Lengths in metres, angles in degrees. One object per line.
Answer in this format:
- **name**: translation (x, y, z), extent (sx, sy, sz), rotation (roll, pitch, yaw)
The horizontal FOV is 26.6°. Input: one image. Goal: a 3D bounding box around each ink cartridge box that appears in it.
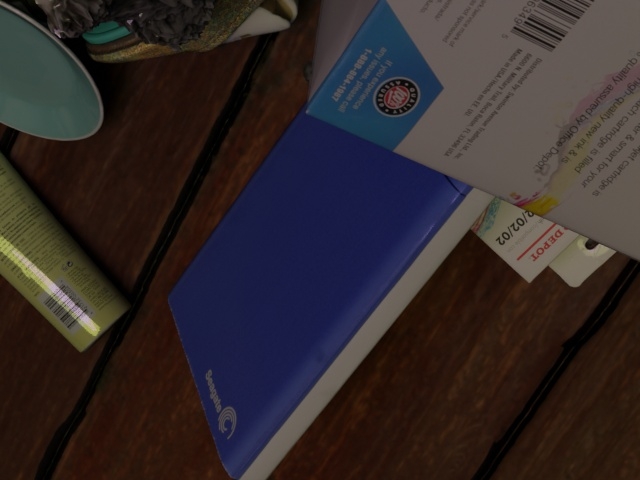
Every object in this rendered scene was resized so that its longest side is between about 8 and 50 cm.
- **ink cartridge box**: translation (0.159, -0.045, 1.026), extent (0.181, 0.061, 0.104), rotation (42, 115, -2)
- **ink cartridge box**: translation (0.160, -0.150, 0.847), extent (0.270, 0.197, 0.198), rotation (23, 134, -16)

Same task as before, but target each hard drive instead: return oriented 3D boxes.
- **hard drive**: translation (0.000, 0.000, 1.023), extent (0.040, 0.210, 0.319), rotation (19, 120, -35)

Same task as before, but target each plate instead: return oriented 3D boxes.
- **plate**: translation (-0.254, -0.148, 1.086), extent (0.188, 0.024, 0.188), rotation (21, 154, 11)

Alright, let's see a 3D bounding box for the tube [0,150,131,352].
- **tube**: translation (-0.264, -0.010, 1.165), extent (0.240, 0.070, 0.062), rotation (46, 125, -3)

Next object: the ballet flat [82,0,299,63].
- **ballet flat**: translation (-0.031, -0.223, 1.002), extent (0.348, 0.123, 0.123), rotation (-38, 95, 26)

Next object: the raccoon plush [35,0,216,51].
- **raccoon plush**: translation (-0.030, -0.274, 0.784), extent (0.446, 0.216, 0.299), rotation (-1, 89, 47)

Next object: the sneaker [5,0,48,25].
- **sneaker**: translation (-0.236, -0.282, 1.054), extent (0.106, 0.078, 0.234), rotation (-17, 107, 18)
